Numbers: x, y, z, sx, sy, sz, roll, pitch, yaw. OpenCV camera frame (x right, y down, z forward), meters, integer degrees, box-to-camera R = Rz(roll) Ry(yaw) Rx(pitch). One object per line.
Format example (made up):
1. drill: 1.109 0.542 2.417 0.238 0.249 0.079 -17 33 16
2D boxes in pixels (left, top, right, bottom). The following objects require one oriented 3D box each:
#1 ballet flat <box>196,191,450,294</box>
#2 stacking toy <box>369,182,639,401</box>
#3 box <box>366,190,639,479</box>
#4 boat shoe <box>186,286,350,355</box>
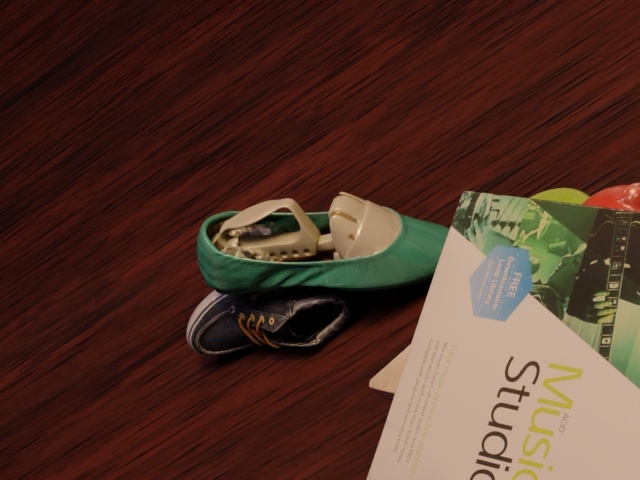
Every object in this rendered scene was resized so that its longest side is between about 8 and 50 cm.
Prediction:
1. ballet flat: 0.000 0.000 1.747 0.247 0.087 0.083 -5 44 16
2. stacking toy: 0.143 0.059 1.502 0.309 0.130 0.279 -47 33 0
3. box: 0.193 0.094 1.299 0.322 0.058 0.232 9 76 44
4. boat shoe: -0.052 0.074 1.817 0.183 0.065 0.083 -30 33 20
